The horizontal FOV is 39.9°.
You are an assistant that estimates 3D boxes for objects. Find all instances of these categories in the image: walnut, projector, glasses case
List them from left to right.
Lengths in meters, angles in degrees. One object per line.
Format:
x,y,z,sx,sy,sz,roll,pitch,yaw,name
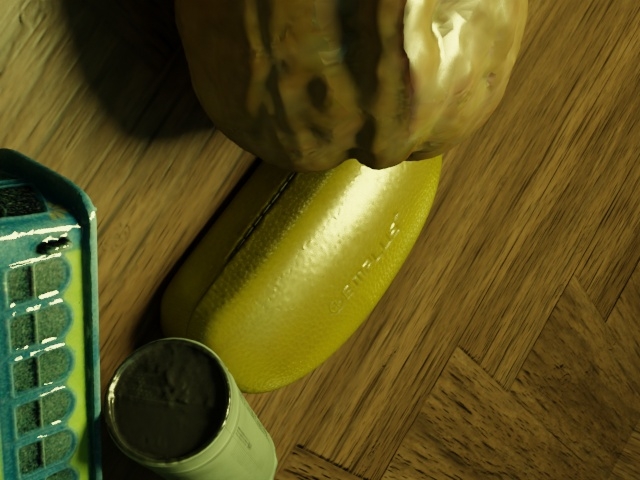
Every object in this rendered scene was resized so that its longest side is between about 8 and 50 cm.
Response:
-0.109,0.188,0.846,0.108,0.108,0.337,-52,164,-16,projector
0.000,0.000,0.947,0.371,0.141,0.173,-53,140,-14,glasses case
0.026,-0.231,0.747,0.306,0.306,0.343,-29,136,-36,walnut

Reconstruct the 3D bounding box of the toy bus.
-0.277,0.102,0.677,0.190,0.152,0.312,-18,122,-42,toy bus
